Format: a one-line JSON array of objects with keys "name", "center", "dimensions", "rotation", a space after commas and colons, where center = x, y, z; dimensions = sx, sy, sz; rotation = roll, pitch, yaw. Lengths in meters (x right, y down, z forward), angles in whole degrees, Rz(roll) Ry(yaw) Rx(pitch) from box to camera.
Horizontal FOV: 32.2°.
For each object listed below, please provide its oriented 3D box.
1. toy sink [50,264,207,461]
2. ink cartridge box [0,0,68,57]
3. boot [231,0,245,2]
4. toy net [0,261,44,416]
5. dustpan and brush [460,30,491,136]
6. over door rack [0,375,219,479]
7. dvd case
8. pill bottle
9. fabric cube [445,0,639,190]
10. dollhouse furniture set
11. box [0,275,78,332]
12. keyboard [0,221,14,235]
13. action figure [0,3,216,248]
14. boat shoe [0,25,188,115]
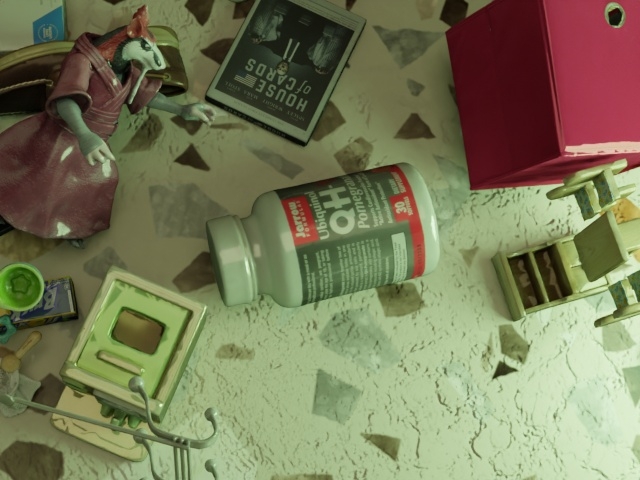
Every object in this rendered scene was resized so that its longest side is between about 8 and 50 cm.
[{"name": "toy sink", "center": [-0.275, 0.178, 1.574], "dimensions": [0.152, 0.131, 0.234], "rotation": [24, 74, -1]}, {"name": "ink cartridge box", "center": [-0.509, -0.334, 1.704], "dimensions": [0.231, 0.078, 0.134], "rotation": [-5, 76, -8]}, {"name": "boot", "center": [-0.203, -0.485, 1.732], "dimensions": [0.244, 0.176, 0.088], "rotation": [29, 76, 2]}, {"name": "toy net", "center": [-0.452, 0.142, 1.559], "dimensions": [0.122, 0.045, 0.232], "rotation": [1, 99, -12]}, {"name": "dustpan and brush", "center": [0.277, -0.241, 1.790], "dimensions": [0.147, 0.060, 0.211], "rotation": [34, 74, 2]}, {"name": "over door rack", "center": [-0.294, 0.292, 1.488], "dimensions": [0.324, 0.240, 0.108], "rotation": [5, 41, 1]}, {"name": "dvd case", "center": [-0.054, -0.290, 1.777], "dimensions": [0.179, 0.029, 0.239], "rotation": [25, 73, 0]}, {"name": "pill bottle", "center": [0.000, 0.000, 1.632], "dimensions": [0.318, 0.176, 0.176], "rotation": [-13, 78, -11]}, {"name": "fabric cube", "center": [0.370, -0.230, 1.660], "dimensions": [0.254, 0.259, 0.258], "rotation": [-4, 83, -24]}, {"name": "dollhouse furniture set", "center": [0.375, 0.028, 1.640], "dimensions": [0.161, 0.242, 0.212], "rotation": [-15, 78, -11]}, {"name": "box", "center": [-0.441, 0.098, 1.614], "dimensions": [0.168, 0.054, 0.059], "rotation": [-10, 77, -10]}, {"name": "keyboard", "center": [-0.537, -0.076, 1.663], "dimensions": [0.108, 0.023, 0.180], "rotation": [-29, 80, -20]}, {"name": "action figure", "center": [-0.339, -0.180, 1.583], "dimensions": [0.275, 0.248, 0.370], "rotation": [35, 107, 19]}, {"name": "boat shoe", "center": [-0.367, -0.226, 1.676], "dimensions": [0.342, 0.123, 0.123], "rotation": [-15, 77, -17]}]
